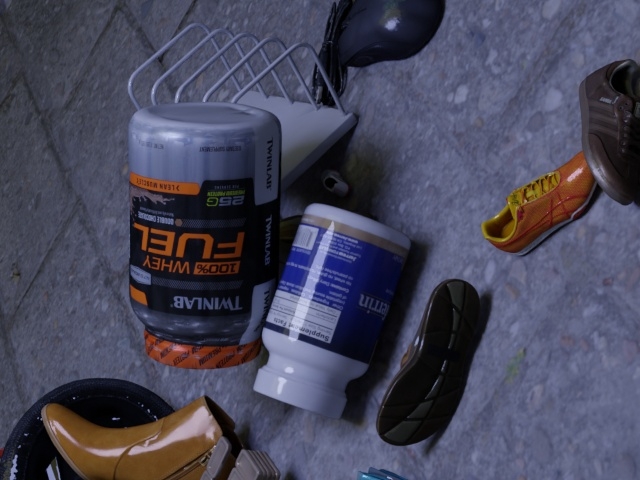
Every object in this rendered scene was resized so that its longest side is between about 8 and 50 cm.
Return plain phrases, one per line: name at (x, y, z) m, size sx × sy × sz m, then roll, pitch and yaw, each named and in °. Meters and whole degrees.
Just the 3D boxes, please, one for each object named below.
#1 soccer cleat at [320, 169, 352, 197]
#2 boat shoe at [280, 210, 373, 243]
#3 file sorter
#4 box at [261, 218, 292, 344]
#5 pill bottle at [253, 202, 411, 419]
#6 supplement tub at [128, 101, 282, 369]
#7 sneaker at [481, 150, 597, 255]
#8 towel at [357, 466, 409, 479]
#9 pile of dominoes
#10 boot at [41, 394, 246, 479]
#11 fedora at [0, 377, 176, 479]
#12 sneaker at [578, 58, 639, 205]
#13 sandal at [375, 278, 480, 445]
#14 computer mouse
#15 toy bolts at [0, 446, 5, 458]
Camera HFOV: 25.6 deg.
soccer cleat at (0.016, -0.088, 2.093) m, size 0.029 × 0.036 × 0.083 m, roll -61°, pitch 33°, yaw 11°
boat shoe at (0.000, 0.000, 2.044) m, size 0.190 × 0.068 × 0.072 m, roll -7°, pitch 77°, yaw 54°
file sorter at (-0.128, -0.207, 2.138) m, size 0.193 × 0.173 × 0.278 m, roll -45°, pitch 38°, yaw -23°
box at (-0.134, 0.025, 2.164) m, size 0.148 × 0.127 × 0.232 m, roll -56°, pitch 34°, yaw 18°
pill bottle at (0.010, 0.096, 1.885) m, size 0.153 × 0.153 × 0.264 m, roll 15°, pitch 84°, yaw 58°
supplement tub at (-0.158, -0.009, 1.916) m, size 0.207 × 0.207 × 0.338 m, roll 26°, pitch 119°, yaw 58°
sneaker at (0.263, -0.045, 1.676) m, size 0.175 × 0.067 × 0.064 m, roll -46°, pitch 37°, yaw 28°
towel at (0.090, 0.467, 1.622) m, size 0.271 × 0.040 × 0.370 m, roll 10°, pitch 80°, yaw 48°
pile of dominoes at (-0.125, 0.412, 1.941) m, size 0.196 × 0.040 × 0.251 m, roll 46°, pitch 117°, yaw 51°
boot at (-0.244, 0.290, 2.060) m, size 0.211 × 0.295 × 0.104 m, roll -45°, pitch -3°, yaw 14°
fedora at (-0.345, 0.389, 2.191) m, size 0.152 × 0.334 × 0.334 m, roll 108°, pitch 167°, yaw -64°
sneaker at (0.342, -0.130, 1.611) m, size 0.071 × 0.066 × 0.188 m, roll -38°, pitch 44°, yaw 38°
sandal at (0.131, 0.150, 1.744) m, size 0.060 × 0.090 × 0.219 m, roll -172°, pitch 101°, yaw -74°
computer mouse at (0.070, -0.319, 2.117) m, size 0.272 × 0.072 × 0.188 m, roll -13°, pitch 60°, yaw 52°
toy bolts at (-0.413, 0.377, 2.404) m, size 0.158 × 0.218 × 0.228 m, roll -34°, pitch 16°, yaw -37°
